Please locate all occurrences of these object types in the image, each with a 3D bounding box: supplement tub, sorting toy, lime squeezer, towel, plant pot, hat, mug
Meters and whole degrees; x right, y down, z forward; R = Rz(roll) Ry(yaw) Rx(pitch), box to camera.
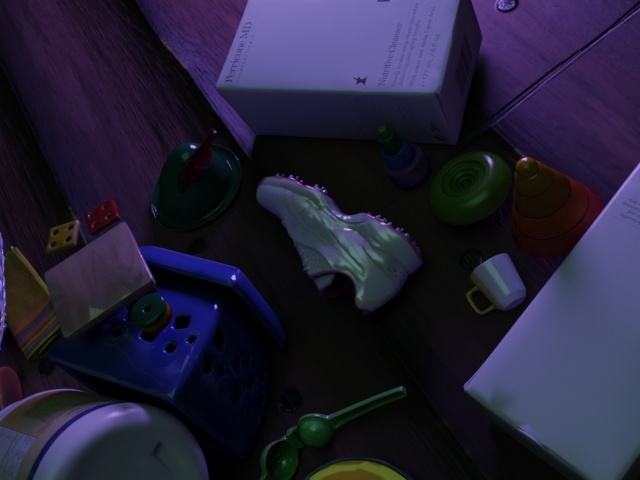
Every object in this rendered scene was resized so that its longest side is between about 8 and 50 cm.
[{"bbox_3d":[-0.318,0.316,0.974,0.316,0.228,0.228,-6,59,49],"label":"supplement tub"},{"bbox_3d":[0.201,-0.097,1.014,0.127,0.126,0.365,-52,41,-10],"label":"sorting toy"},{"bbox_3d":[-0.023,0.280,0.990,0.310,0.110,0.059,-41,95,-5],"label":"lime squeezer"},{"bbox_3d":[-0.543,0.111,1.346,0.102,0.021,0.237,-46,56,-5],"label":"towel"},{"bbox_3d":[-0.292,0.055,0.991,0.132,0.046,0.274,-34,47,-5],"label":"sorting toy"},{"bbox_3d":[-0.195,0.149,1.055,0.236,0.236,0.212,12,63,29],"label":"plant pot"},{"bbox_3d":[-0.243,-0.138,1.242,0.208,0.183,0.173,-29,57,8],"label":"hat"},{"bbox_3d":[0.245,0.065,1.013,0.062,0.078,0.064,-19,63,-24],"label":"mug"}]

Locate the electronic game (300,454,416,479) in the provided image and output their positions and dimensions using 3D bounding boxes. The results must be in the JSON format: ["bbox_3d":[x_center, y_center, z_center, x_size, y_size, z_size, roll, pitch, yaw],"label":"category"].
[{"bbox_3d":[0.044,0.389,0.933,0.229,0.048,0.229,-10,61,18],"label":"electronic game"}]

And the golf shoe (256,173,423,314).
[{"bbox_3d":[0.000,0.000,1.114,0.306,0.115,0.140,28,82,33],"label":"golf shoe"}]

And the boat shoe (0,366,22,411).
[{"bbox_3d":[-0.527,0.310,1.211,0.073,0.073,0.207,-31,50,8],"label":"boat shoe"}]

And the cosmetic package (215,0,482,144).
[{"bbox_3d":[0.047,-0.290,1.211,0.385,0.156,0.217,6,69,25],"label":"cosmetic package"}]

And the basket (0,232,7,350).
[{"bbox_3d":[-0.659,0.109,1.294,0.289,0.201,0.254,-51,46,44],"label":"basket"}]

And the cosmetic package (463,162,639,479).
[{"bbox_3d":[0.365,0.106,0.873,0.197,0.155,0.365,37,84,34],"label":"cosmetic package"}]
